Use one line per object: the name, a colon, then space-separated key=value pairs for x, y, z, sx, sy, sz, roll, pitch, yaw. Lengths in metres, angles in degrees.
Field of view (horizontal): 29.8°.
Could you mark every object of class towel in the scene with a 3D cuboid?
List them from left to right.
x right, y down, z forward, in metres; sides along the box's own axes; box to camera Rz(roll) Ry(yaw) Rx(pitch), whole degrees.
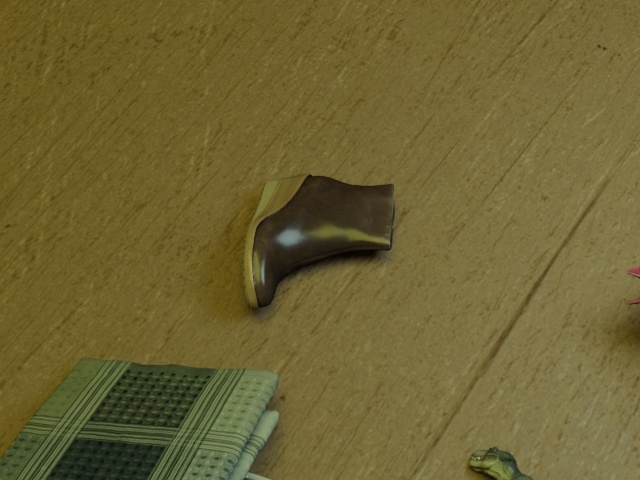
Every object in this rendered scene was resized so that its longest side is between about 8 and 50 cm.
towel: x=-0.231 y=0.259 z=1.545 sx=0.312 sy=0.056 sz=0.324 roll=2 pitch=27 yaw=15

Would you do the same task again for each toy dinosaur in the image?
toy dinosaur: x=0.267 y=0.368 z=1.507 sx=0.118 sy=0.064 sz=0.268 roll=-33 pitch=62 yaw=-26

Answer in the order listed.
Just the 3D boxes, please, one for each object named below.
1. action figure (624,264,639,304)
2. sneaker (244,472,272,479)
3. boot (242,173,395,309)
action figure: x=0.592 y=0.037 z=1.603 sx=0.370 sy=0.248 sz=0.276 roll=3 pitch=54 yaw=3
sneaker: x=-0.147 y=0.323 z=1.547 sx=0.258 sy=0.091 sz=0.094 roll=5 pitch=55 yaw=8
boot: x=0.000 y=0.000 z=1.766 sx=0.207 sy=0.090 sz=0.248 roll=4 pitch=51 yaw=10
